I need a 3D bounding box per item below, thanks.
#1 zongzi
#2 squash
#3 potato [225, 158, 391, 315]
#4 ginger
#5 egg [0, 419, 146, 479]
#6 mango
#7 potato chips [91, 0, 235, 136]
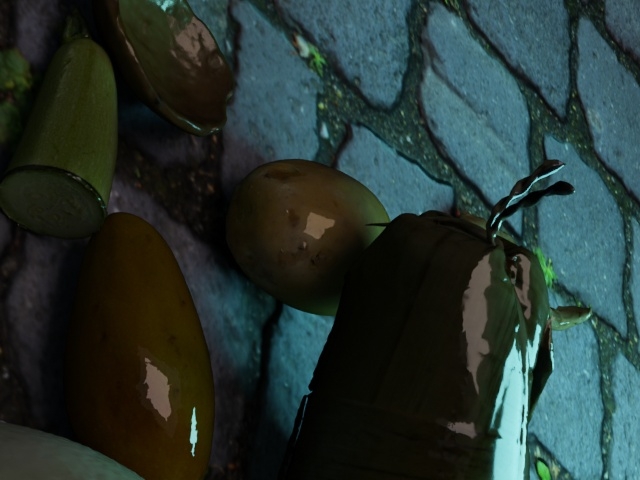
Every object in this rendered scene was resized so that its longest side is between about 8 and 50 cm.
[{"bbox_3d":[0.153,0.182,1.367,0.467,0.218,0.500,30,76,-61],"label":"zongzi"},{"bbox_3d":[-0.220,-0.115,1.142,0.094,0.094,0.224,38,41,-41],"label":"squash"},{"bbox_3d":[0.000,0.000,1.359,0.234,0.146,0.150,13,98,-53],"label":"potato"},{"bbox_3d":[0.267,0.049,1.764,0.288,0.075,0.089,40,24,-33],"label":"ginger"},{"bbox_3d":[-0.181,0.274,0.924,0.337,0.201,0.337,29,53,-49],"label":"egg"},{"bbox_3d":[-0.155,0.097,1.106,0.138,0.113,0.253,9,68,-56],"label":"mango"},{"bbox_3d":[-0.157,-0.185,1.256,0.208,0.061,0.195,0,71,-69],"label":"potato chips"}]
